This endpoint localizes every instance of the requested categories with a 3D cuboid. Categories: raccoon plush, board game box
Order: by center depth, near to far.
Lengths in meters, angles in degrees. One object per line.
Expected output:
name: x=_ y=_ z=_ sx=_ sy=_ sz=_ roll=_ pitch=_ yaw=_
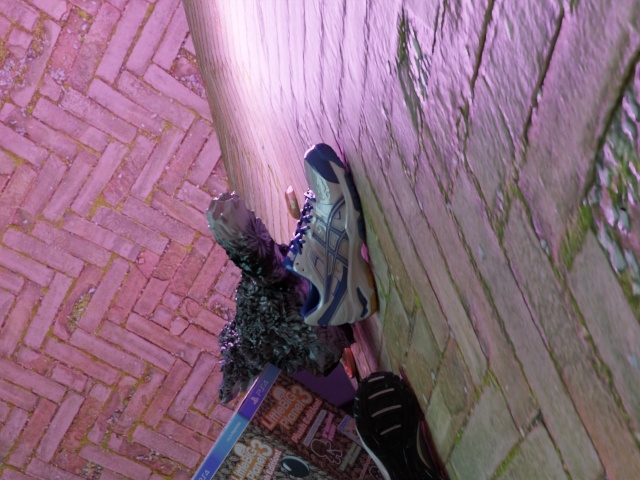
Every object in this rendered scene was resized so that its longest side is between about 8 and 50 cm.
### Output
board game box: x=-0.042 y=0.398 z=1.492 sx=0.232 sy=0.291 sz=0.141 roll=-59 pitch=-2 yaw=35
raccoon plush: x=-0.144 y=0.104 z=1.545 sx=0.446 sy=0.299 sz=0.216 roll=55 pitch=-152 yaw=-26

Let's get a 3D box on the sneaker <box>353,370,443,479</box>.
sneaker: x=0.120 y=0.327 z=1.292 sx=0.108 sy=0.100 sz=0.272 roll=81 pitch=170 yaw=-63

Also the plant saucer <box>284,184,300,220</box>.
plant saucer: x=-0.065 y=-0.083 z=1.925 sx=0.083 sy=0.015 sz=0.084 roll=164 pitch=90 yaw=-80

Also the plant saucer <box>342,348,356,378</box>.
plant saucer: x=0.056 y=0.242 z=1.763 sx=0.083 sy=0.013 sz=0.084 roll=164 pitch=90 yaw=-81

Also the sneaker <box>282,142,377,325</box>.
sneaker: x=0.000 y=0.000 z=1.348 sx=0.112 sy=0.130 sz=0.297 roll=-136 pitch=33 yaw=-75

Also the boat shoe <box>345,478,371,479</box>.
boat shoe: x=0.088 y=0.432 z=1.294 sx=0.105 sy=0.285 sz=0.089 roll=-56 pitch=39 yaw=18

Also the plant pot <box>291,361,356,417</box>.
plant pot: x=0.001 y=0.354 z=1.748 sx=0.187 sy=0.166 sz=0.188 roll=-118 pitch=6 yaw=-51
